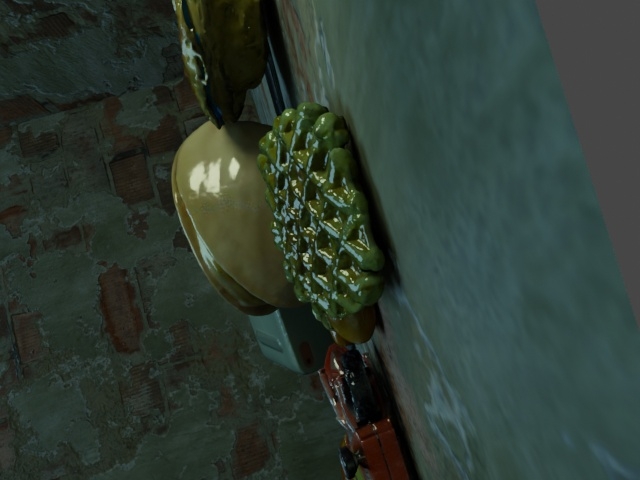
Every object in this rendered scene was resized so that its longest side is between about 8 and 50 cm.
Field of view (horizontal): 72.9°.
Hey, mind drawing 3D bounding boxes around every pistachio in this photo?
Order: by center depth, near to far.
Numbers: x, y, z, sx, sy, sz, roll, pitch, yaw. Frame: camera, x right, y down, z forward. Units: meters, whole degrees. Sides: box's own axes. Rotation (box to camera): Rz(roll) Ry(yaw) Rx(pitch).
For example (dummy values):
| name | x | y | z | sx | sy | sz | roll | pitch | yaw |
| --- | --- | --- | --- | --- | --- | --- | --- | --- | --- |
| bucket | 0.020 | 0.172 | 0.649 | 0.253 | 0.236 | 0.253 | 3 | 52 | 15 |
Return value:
| name | x | y | z | sx | sy | sz | roll | pitch | yaw |
| --- | --- | --- | --- | --- | --- | --- | --- | --- | --- |
| pistachio | -0.107 | -0.040 | 0.694 | 0.229 | 0.238 | 0.321 | -18 | 98 | 45 |

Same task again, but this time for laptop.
| name | x | y | z | sx | sy | sz | roll | pitch | yaw |
| --- | --- | --- | --- | --- | --- | --- | --- | --- | --- |
| laptop | -0.092 | -0.298 | 0.824 | 0.129 | 0.016 | 0.180 | -112 | 5 | -52 |

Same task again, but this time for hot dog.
| name | x | y | z | sx | sy | sz | roll | pitch | yaw |
| --- | --- | --- | --- | --- | --- | --- | --- | --- | --- |
| hot dog | 0.000 | 0.000 | 0.492 | 0.100 | 0.068 | 0.250 | 161 | 91 | -85 |

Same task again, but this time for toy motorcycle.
| name | x | y | z | sx | sy | sz | roll | pitch | yaw |
| --- | --- | --- | --- | --- | --- | --- | --- | --- | --- |
| toy motorcycle | 0.073 | 0.295 | 0.605 | 0.171 | 0.089 | 0.298 | 102 | 151 | -83 |

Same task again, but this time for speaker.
| name | x | y | z | sx | sy | sz | roll | pitch | yaw |
| --- | --- | --- | --- | --- | --- | --- | --- | --- | --- |
| speaker | -0.081 | 0.096 | 0.998 | 0.184 | 0.183 | 0.407 | 3 | 113 | 60 |

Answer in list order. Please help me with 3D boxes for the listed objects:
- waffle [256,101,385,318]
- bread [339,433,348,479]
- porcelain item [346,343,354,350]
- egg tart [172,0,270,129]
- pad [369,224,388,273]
| name | x | y | z | sx | sy | sz | roll | pitch | yaw |
| --- | --- | --- | --- | --- | --- | --- | --- | --- | --- |
| waffle | -0.009 | -0.021 | 0.378 | 0.169 | 0.036 | 0.184 | -20 | 84 | 63 |
| bread | 0.100 | 0.446 | 0.788 | 0.132 | 0.114 | 0.191 | 74 | -179 | -54 |
| porcelain item | 0.057 | 0.223 | 0.927 | 0.036 | 0.028 | 0.083 | -113 | 8 | -74 |
| egg tart | -0.118 | -0.290 | 0.563 | 0.291 | 0.106 | 0.291 | 173 | 90 | -89 |
| pad | 0.002 | -0.020 | 0.400 | 0.157 | 0.003 | 0.112 | 61 | 148 | 24 |
